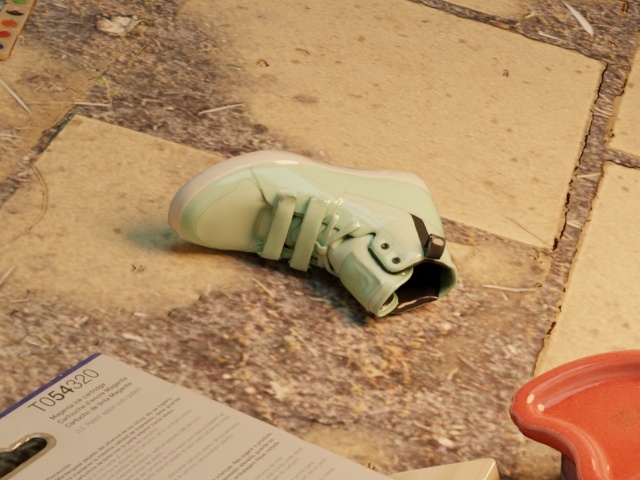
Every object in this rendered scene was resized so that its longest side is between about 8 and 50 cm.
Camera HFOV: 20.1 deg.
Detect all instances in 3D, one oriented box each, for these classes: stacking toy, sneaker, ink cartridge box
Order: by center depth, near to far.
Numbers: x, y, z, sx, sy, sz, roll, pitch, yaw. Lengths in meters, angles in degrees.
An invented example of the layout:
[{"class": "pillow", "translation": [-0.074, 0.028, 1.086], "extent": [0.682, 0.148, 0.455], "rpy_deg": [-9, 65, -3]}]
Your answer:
[{"class": "ink cartridge box", "translation": [-0.120, 0.220, 1.220], "extent": [0.330, 0.071, 0.324], "rpy_deg": [20, 31, 27]}, {"class": "stacking toy", "translation": [0.220, 0.242, 1.342], "extent": [0.280, 0.130, 0.309], "rpy_deg": [-23, 38, -7]}, {"class": "sneaker", "translation": [0.001, 0.000, 1.596], "extent": [0.256, 0.094, 0.151], "rpy_deg": [0, 38, -20]}]

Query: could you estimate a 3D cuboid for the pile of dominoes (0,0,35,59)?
[{"class": "pile of dominoes", "translation": [-0.403, -0.284, 1.928], "extent": [0.196, 0.040, 0.251], "rpy_deg": [12, 32, -4]}]
